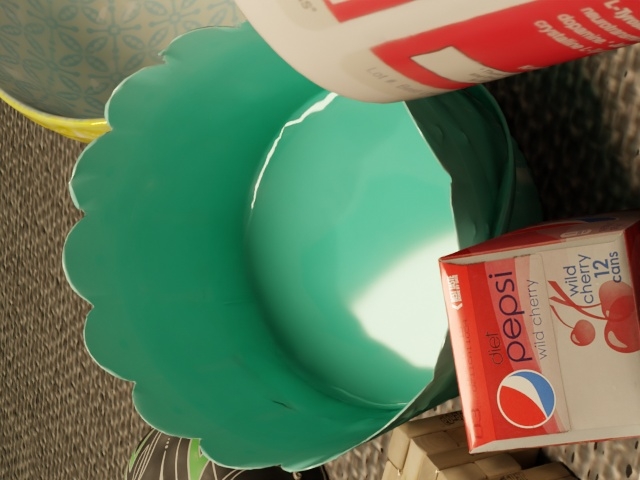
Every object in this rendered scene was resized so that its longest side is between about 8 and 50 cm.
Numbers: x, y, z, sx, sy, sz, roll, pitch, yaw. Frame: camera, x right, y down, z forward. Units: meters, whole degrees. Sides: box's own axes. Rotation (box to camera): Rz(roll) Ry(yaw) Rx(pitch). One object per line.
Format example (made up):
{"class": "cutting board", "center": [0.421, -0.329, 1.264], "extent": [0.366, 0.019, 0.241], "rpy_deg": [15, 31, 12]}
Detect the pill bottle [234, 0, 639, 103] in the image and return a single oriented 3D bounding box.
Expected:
{"class": "pill bottle", "center": [0.156, -0.203, 0.554], "extent": [0.408, 0.229, 0.229], "rpy_deg": [-10, 89, 37]}

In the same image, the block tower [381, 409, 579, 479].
{"class": "block tower", "center": [0.167, 0.236, 0.849], "extent": [0.335, 0.097, 0.091], "rpy_deg": [45, 134, 45]}

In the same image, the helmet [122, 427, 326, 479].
{"class": "helmet", "center": [-0.093, 0.225, 1.182], "extent": [0.169, 0.161, 0.169], "rpy_deg": [21, 116, 54]}

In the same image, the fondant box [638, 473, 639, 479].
{"class": "fondant box", "center": [0.252, 0.106, 0.533], "extent": [0.238, 0.096, 0.330], "rpy_deg": [13, 96, 29]}

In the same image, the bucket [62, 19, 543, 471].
{"class": "bucket", "center": [0.000, 0.000, 0.880], "extent": [0.281, 0.183, 0.281], "rpy_deg": [1, 92, 29]}

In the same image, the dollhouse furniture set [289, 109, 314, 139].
{"class": "dollhouse furniture set", "center": [-0.033, -0.010, 1.059], "extent": [0.183, 0.129, 0.129], "rpy_deg": [-49, 58, 51]}

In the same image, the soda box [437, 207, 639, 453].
{"class": "soda box", "center": [0.131, 0.035, 0.703], "extent": [0.083, 0.263, 0.092], "rpy_deg": [-9, 90, 17]}

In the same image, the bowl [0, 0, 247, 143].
{"class": "bowl", "center": [-0.116, -0.180, 1.090], "extent": [0.289, 0.289, 0.156], "rpy_deg": [57, -177, 33]}
